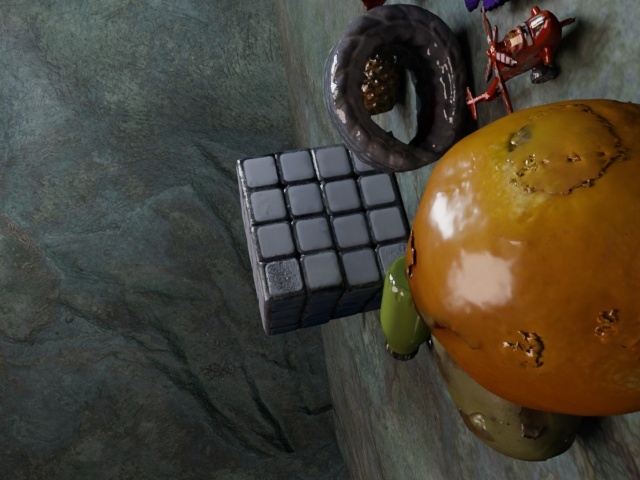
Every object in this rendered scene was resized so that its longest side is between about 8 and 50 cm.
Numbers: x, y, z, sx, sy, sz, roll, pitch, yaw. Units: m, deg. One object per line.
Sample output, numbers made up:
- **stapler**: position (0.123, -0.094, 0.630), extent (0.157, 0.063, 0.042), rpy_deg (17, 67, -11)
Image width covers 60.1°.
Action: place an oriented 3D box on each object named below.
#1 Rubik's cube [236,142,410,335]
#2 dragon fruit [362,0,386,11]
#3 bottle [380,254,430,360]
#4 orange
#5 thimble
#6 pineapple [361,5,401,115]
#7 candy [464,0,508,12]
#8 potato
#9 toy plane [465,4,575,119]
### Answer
- **Rubik's cube**: position (0.000, 0.000, 1.301), extent (0.344, 0.336, 0.344), rpy_deg (107, 151, -68)
- **dragon fruit**: position (0.027, -0.571, 0.819), extent (0.302, 0.240, 0.331), rpy_deg (-49, 57, 55)
- **bottle**: position (0.173, 0.145, 1.087), extent (0.260, 0.111, 0.112), rpy_deg (90, 167, -48)
- **orange**: position (0.191, 0.013, 0.436), extent (0.246, 0.245, 0.247), rpy_deg (170, 90, -81)
- **thimble**: position (0.110, -0.220, 0.835), extent (0.236, 0.205, 0.172), rpy_deg (56, 179, -8)
- **pineapple**: position (0.104, -0.337, 1.037), extent (0.108, 0.108, 0.198), rpy_deg (-112, 21, -52)
- **candy**: position (0.176, -0.398, 0.608), extent (0.145, 0.070, 0.276), rpy_deg (-109, 7, -75)
- **potato**: position (0.217, 0.133, 0.655), extent (0.165, 0.164, 0.263), rpy_deg (-176, 65, -81)
- **toy plane**: position (0.212, -0.184, 0.614), extent (0.194, 0.077, 0.126), rpy_deg (80, 179, -61)
